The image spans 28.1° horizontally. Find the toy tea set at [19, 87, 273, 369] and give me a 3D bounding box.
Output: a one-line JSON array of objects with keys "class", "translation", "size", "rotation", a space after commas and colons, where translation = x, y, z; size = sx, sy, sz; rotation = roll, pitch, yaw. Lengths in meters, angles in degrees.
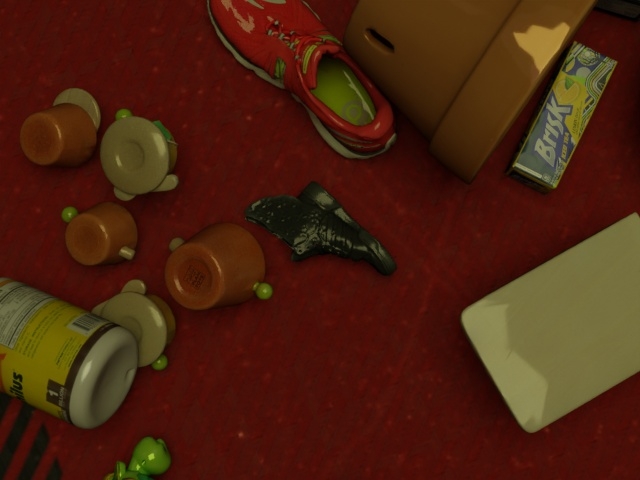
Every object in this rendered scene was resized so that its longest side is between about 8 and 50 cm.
[{"class": "toy tea set", "translation": [-0.196, -0.032, 1.446], "size": [0.200, 0.124, 0.336], "rotation": [-27, 88, 25]}]

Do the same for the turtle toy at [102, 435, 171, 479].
[{"class": "turtle toy", "translation": [-0.199, 0.281, 1.407], "size": [0.066, 0.095, 0.130], "rotation": [7, 84, -23]}]

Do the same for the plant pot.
[{"class": "plant pot", "translation": [0.159, -0.233, 1.374], "size": [0.203, 0.291, 0.291], "rotation": [34, 83, 5]}]

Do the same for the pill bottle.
[{"class": "pill bottle", "translation": [-0.314, 0.114, 1.388], "size": [0.215, 0.117, 0.117], "rotation": [21, 83, 18]}]

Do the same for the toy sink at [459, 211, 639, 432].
[{"class": "toy sink", "translation": [0.273, 0.096, 1.420], "size": [0.234, 0.131, 0.152], "rotation": [-30, 85, -10]}]

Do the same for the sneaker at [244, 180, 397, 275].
[{"class": "sneaker", "translation": [0.000, 0.000, 1.462], "size": [0.089, 0.051, 0.170], "rotation": [-44, 82, -6]}]

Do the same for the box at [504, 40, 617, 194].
[{"class": "box", "translation": [0.278, -0.141, 1.485], "size": [0.059, 0.054, 0.169], "rotation": [27, 84, 1]}]

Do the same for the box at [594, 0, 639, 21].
[{"class": "box", "translation": [0.269, -0.419, 1.504], "size": [0.308, 0.076, 0.242], "rotation": [17, 84, 1]}]

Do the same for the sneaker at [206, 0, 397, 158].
[{"class": "sneaker", "translation": [-0.013, -0.212, 1.449], "size": [0.279, 0.118, 0.107], "rotation": [42, 83, 3]}]
